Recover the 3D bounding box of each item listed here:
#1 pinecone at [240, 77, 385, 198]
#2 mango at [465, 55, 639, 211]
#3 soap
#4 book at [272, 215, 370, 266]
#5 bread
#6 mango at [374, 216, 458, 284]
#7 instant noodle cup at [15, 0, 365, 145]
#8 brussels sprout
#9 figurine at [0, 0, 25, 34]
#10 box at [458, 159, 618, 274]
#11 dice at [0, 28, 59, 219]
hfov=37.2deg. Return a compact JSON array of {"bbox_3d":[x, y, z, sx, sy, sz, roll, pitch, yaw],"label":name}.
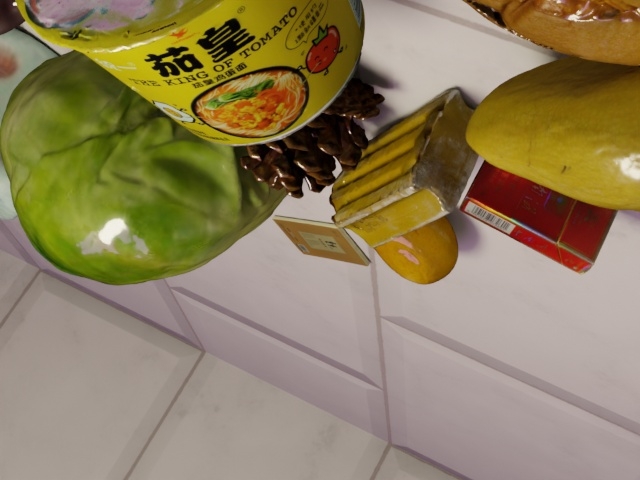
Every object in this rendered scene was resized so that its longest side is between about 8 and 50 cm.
[{"bbox_3d":[-0.023,-0.150,1.270,0.186,0.169,0.212,39,149,18],"label":"pinecone"},{"bbox_3d":[0.298,-0.116,0.899,0.332,0.195,0.142,25,142,57],"label":"mango"},{"bbox_3d":[0.099,-0.080,1.243,0.080,0.160,0.257,34,153,-16],"label":"soap"},{"bbox_3d":[0.000,0.000,1.776,0.172,0.012,0.118,10,150,43],"label":"book"},{"bbox_3d":[0.207,-0.251,0.785,0.270,0.142,0.195,25,158,8],"label":"bread"},{"bbox_3d":[0.127,-0.023,1.436,0.147,0.109,0.227,24,156,55],"label":"mango"},{"bbox_3d":[-0.109,-0.263,0.975,0.326,0.325,0.254,18,165,30],"label":"instant noodle cup"},{"bbox_3d":[-0.283,-0.098,1.449,0.425,0.361,0.342,24,153,19],"label":"brussels sprout"},{"bbox_3d":[-0.448,-0.439,1.239,0.218,0.206,0.365,13,137,-15],"label":"figurine"},{"bbox_3d":[0.275,-0.047,1.181,0.175,0.112,0.048,28,157,5],"label":"box"},{"bbox_3d":[-0.586,-0.213,1.723,0.262,0.268,0.265,37,157,-19],"label":"dice"}]
